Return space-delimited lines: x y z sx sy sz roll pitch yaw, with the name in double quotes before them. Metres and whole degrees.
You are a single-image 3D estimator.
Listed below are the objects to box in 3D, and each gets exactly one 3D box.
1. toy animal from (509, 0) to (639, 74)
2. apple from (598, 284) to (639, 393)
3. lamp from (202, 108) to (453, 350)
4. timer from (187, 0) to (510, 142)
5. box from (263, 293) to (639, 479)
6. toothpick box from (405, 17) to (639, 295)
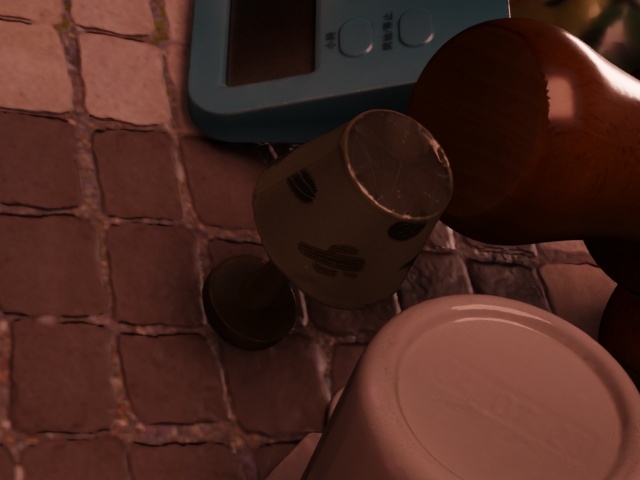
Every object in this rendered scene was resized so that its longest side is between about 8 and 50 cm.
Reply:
"toy animal" 0.221 -0.201 1.293 0.191 0.216 0.338 50 33 -36
"apple" 0.319 0.082 1.192 0.168 0.181 0.181 -38 86 -20
"lamp" 0.000 0.000 0.981 0.121 0.215 0.121 16 54 -23
"timer" 0.019 -0.188 1.143 0.249 0.091 0.232 -2 57 3
"box" 0.089 0.145 0.914 0.262 0.206 0.291 5 45 -15
"toothpick box" 0.207 -0.058 1.043 0.294 0.192 0.192 10 56 -39
